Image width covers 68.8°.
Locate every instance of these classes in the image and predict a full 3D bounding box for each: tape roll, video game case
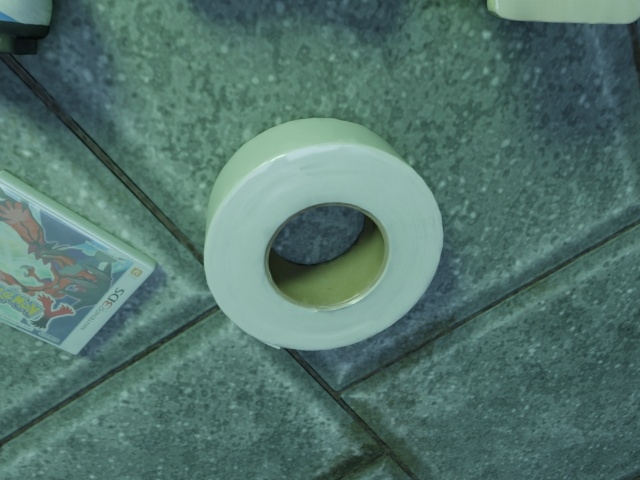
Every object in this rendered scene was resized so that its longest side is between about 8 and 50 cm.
[{"bbox_3d":[0.000,0.000,0.582,0.286,0.100,0.286,-6,121,-9],"label":"tape roll"},{"bbox_3d":[-0.343,0.040,0.579,0.201,0.023,0.183,38,107,-28],"label":"video game case"}]

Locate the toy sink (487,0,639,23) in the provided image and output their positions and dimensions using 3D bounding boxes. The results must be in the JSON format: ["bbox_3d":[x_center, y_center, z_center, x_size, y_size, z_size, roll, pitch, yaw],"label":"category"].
[{"bbox_3d":[0.211,-0.323,0.416,0.153,0.131,0.234,-3,116,-10],"label":"toy sink"}]

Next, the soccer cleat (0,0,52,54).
[{"bbox_3d":[-0.397,-0.225,0.369,0.331,0.116,0.143,-5,110,-14],"label":"soccer cleat"}]
